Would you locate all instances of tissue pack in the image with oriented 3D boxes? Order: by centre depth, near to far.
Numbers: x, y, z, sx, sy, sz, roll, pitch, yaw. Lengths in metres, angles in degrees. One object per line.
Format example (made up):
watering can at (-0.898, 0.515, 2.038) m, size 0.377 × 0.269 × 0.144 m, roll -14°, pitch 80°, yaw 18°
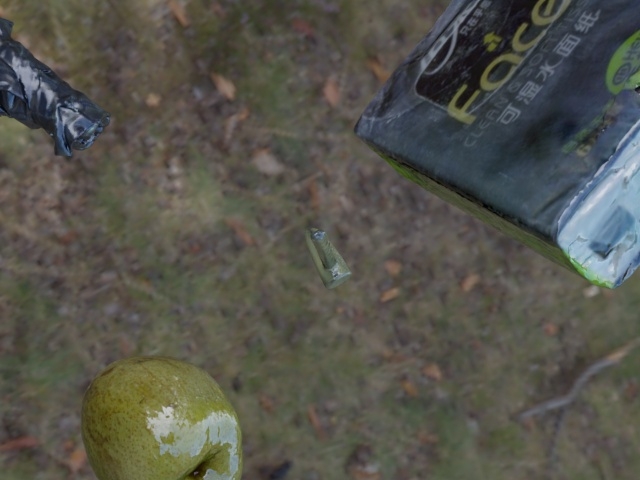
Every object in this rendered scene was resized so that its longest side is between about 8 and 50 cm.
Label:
tissue pack at (0.134, -0.083, 0.799) m, size 0.073 × 0.235 × 0.173 m, roll 40°, pitch 89°, yaw -30°

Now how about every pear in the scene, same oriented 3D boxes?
pear at (-0.211, 0.254, 1.908) m, size 0.188 × 0.211 × 0.228 m, roll -28°, pitch 135°, yaw -29°

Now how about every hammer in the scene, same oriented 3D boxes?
hammer at (0.000, 0.000, 1.274) m, size 0.060 × 0.028 × 0.195 m, roll 61°, pitch -2°, yaw 10°

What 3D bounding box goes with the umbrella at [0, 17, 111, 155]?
umbrella at (-0.296, -0.162, 1.343) m, size 0.224 × 0.071 × 0.080 m, roll 44°, pitch 12°, yaw 3°
